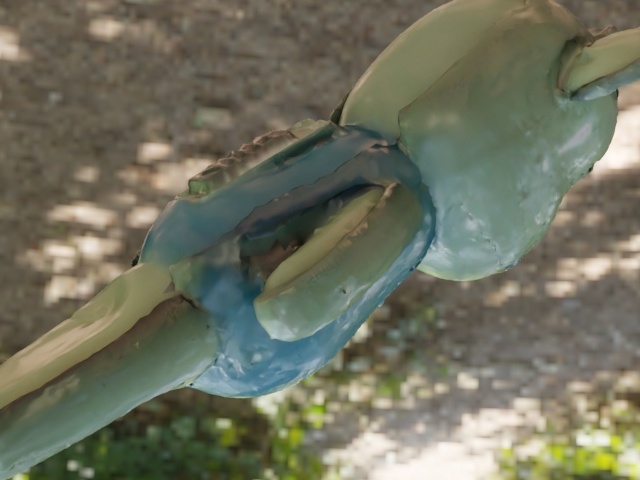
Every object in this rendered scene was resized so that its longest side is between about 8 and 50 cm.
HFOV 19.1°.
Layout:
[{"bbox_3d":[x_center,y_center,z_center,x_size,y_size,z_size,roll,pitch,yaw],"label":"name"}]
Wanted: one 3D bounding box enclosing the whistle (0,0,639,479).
[{"bbox_3d":[0.000,0.000,0.543,0.236,0.077,0.114,-34,-162,-21],"label":"whistle"}]
